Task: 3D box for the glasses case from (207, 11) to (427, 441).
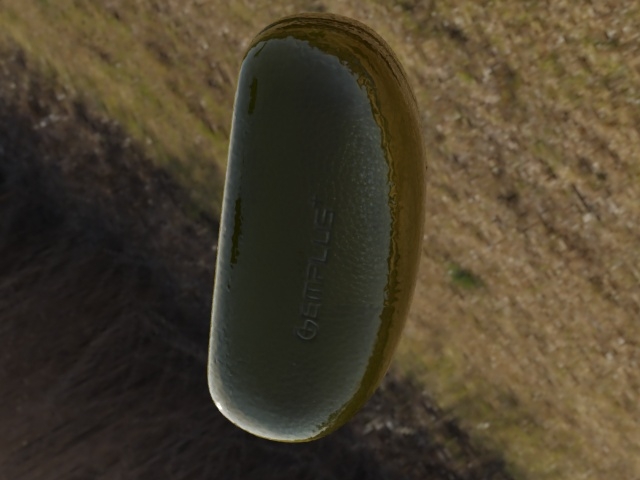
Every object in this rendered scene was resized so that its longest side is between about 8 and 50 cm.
[{"bbox_3d":[0.000,0.000,0.995,0.141,0.173,0.371,-78,-4,-70],"label":"glasses case"}]
